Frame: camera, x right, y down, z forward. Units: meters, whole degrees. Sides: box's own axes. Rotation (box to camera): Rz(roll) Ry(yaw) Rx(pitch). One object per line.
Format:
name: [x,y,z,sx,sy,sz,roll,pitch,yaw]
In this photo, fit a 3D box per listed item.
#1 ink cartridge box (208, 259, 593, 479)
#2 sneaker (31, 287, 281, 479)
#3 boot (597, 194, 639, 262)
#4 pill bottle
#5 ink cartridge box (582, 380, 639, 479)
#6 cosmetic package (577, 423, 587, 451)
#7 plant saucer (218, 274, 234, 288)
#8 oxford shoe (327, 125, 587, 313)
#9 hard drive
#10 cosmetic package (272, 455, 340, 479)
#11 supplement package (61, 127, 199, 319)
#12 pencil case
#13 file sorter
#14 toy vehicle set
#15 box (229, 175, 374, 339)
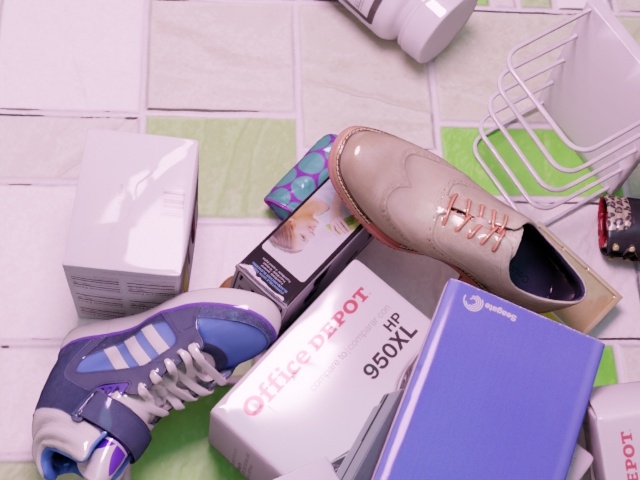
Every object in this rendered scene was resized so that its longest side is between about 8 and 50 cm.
ink cartridge box: [0.091,0.264,1.310,0.395,0.166,0.285,40,67,11]
sneaker: [-0.204,0.199,1.259,0.322,0.130,0.236,-13,45,18]
boot: [0.502,0.035,1.510,0.178,0.085,0.237,2,66,-1]
pill bottle: [0.099,-0.420,1.615,0.283,0.161,0.161,44,69,12]
ink cartridge box: [0.492,0.282,1.260,0.306,0.131,0.226,-10,95,5]
cosmetic package: [0.460,0.281,1.385,0.239,0.099,0.060,22,64,3]
plant saucer: [-0.106,0.086,1.447,0.083,0.015,0.083,3,66,-6]
oxford shoe: [0.187,-0.030,1.329,0.397,0.146,0.141,30,75,-26]
hard drive: [0.197,0.224,1.227,0.210,0.040,0.319,23,65,2]
cosmetic package: [-0.056,0.450,1.110,0.097,0.377,0.284,-8,60,-50]
supplement package: [-0.244,-0.011,1.371,0.149,0.203,0.194,7,66,-4]
pencil case: [-0.012,-0.088,1.508,0.070,0.064,0.152,30,66,24]
file sorter: [0.346,-0.166,1.474,0.173,0.278,0.193,-29,73,-13]
toy vehicle set: [0.284,0.112,1.471,0.267,0.035,0.166,-40,76,-21]
box: [0.000,0.000,1.405,0.087,0.169,0.290,41,63,8]
